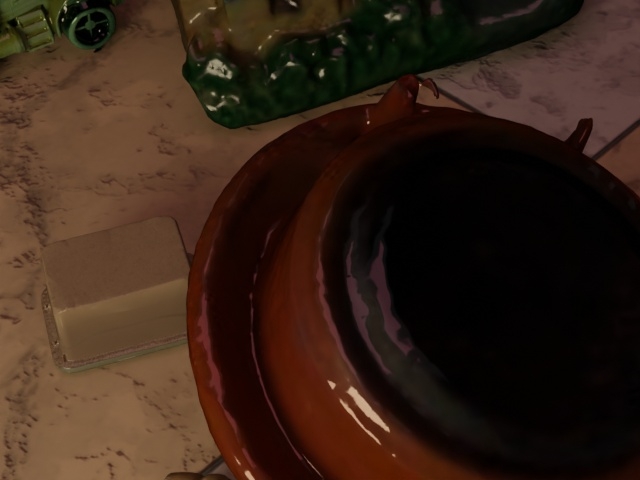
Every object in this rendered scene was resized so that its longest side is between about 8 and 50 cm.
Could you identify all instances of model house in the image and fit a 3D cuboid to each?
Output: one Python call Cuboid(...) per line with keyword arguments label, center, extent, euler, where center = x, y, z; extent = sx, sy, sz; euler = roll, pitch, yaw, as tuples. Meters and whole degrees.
Cuboid(label="model house", center=(0.025, -0.351, 1.348), extent=(0.382, 0.342, 0.334), euler=(-14, 45, -7))

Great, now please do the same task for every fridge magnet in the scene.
Cuboid(label="fridge magnet", center=(0.094, 0.062, 1.019), extent=(0.364, 0.155, 0.363), euler=(10, 58, -17))

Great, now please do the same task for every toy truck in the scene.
Cuboid(label="toy truck", center=(-0.305, -0.208, 1.393), extent=(0.260, 0.135, 0.128), euler=(-21, 48, -18))

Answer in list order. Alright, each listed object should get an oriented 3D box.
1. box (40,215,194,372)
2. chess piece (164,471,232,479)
Cuboid(label="box", center=(-0.144, 0.036, 1.187), extent=(0.122, 0.062, 0.089), euler=(-14, 46, -8))
Cuboid(label="chess piece", center=(-0.040, 0.175, 1.043), extent=(0.122, 0.066, 0.066), euler=(-3, 46, 11))
